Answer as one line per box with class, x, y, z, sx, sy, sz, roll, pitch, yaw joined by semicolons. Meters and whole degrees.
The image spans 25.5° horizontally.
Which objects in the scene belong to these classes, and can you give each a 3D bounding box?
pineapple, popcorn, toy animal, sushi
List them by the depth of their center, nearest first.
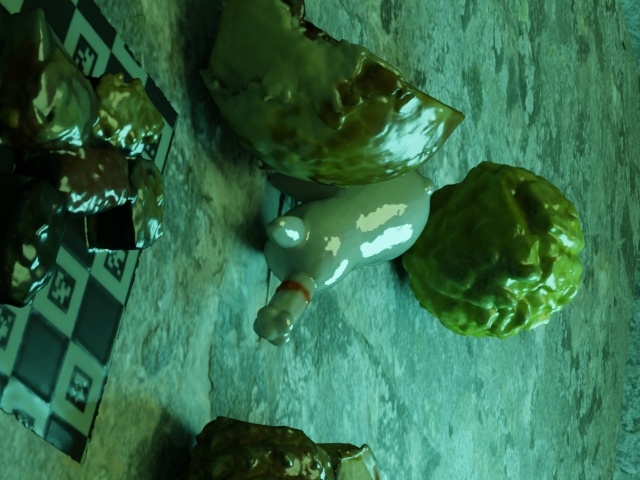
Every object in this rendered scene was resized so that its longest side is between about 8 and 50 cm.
sushi;-0.198;-0.046;1.110;0.343;0.064;0.359;54;42;-53
pineapple;-0.095;0.302;1.282;0.278;0.158;0.158;-64;147;-25
toy animal;-0.005;-0.003;1.502;0.282;0.138;0.140;-31;112;-37
popcorn;0.238;0.021;1.897;0.225;0.249;0.249;24;67;-52

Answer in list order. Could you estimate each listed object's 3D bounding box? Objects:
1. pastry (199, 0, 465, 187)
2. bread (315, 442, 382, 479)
pastry;0.001;-0.132;1.397;0.170;0.237;0.256;-54;160;0
bread;0.001;0.311;1.525;0.199;0.104;0.199;-4;90;-70
